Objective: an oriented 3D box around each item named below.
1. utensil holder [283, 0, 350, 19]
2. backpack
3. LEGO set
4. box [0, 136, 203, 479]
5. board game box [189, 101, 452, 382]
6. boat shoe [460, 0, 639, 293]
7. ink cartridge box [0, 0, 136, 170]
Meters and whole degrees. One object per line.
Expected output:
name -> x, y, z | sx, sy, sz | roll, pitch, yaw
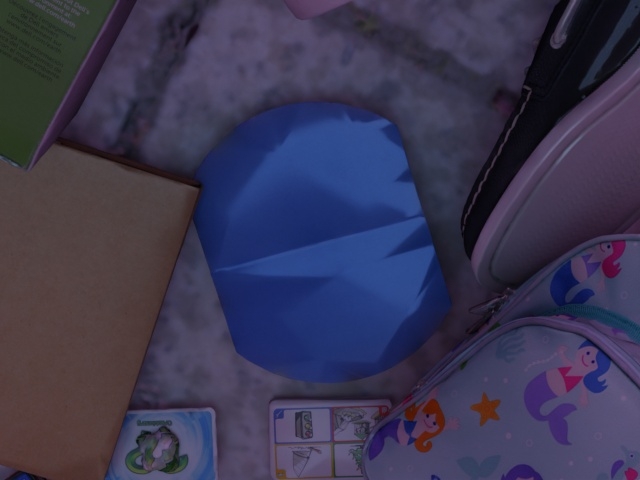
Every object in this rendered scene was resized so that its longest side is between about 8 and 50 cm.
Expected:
utensil holder -> 0.030, -0.344, 0.788 | 0.328, 0.327, 0.385 | -30, 100, 10
backpack -> 0.165, 0.118, 0.948 | 0.253, 0.191, 0.225 | -42, 70, 18
LEGO set -> -0.073, 0.190, 1.092 | 0.244, 0.060, 0.182 | -2, 93, 2
box -> -0.177, 0.035, 1.024 | 0.164, 0.021, 0.201 | 18, 102, -7
board game box -> 0.000, 0.000, 1.032 | 0.133, 0.033, 0.168 | -16, 99, 12
boat shoe -> 0.172, -0.104, 0.967 | 0.302, 0.091, 0.114 | -50, 142, 12
ink cartridge box -> -0.127, -0.151, 0.945 | 0.062, 0.109, 0.209 | 30, 111, -5
